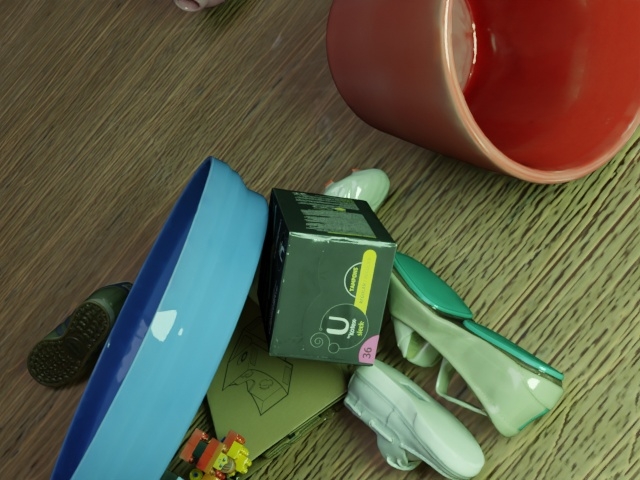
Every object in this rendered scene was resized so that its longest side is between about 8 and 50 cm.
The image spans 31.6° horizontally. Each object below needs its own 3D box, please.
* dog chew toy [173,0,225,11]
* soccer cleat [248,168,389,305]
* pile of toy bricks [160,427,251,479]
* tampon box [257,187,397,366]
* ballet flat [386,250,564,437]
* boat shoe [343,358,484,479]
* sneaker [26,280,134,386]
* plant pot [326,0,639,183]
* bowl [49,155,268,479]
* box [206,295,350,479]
[{"bbox_3d":[-0.160,-0.482,1.632,0.206,0.206,0.332,-7,64,40],"label":"dog chew toy"},{"bbox_3d":[0.000,0.000,1.198,0.196,0.068,0.076,-36,49,1],"label":"soccer cleat"},{"bbox_3d":[-0.109,0.287,1.064,0.105,0.118,0.212,26,77,17],"label":"pile of toy bricks"},{"bbox_3d":[0.002,0.031,1.079,0.161,0.101,0.121,-113,31,-71],"label":"tampon box"},{"bbox_3d":[0.115,0.094,1.022,0.086,0.086,0.248,-50,39,1],"label":"ballet flat"},{"bbox_3d":[0.076,0.170,1.013,0.184,0.066,0.063,38,103,48],"label":"boat shoe"},{"bbox_3d":[-0.287,0.113,1.405,0.192,0.064,0.086,-41,1,40],"label":"sneaker"},{"bbox_3d":[0.150,-0.196,1.086,0.243,0.275,0.275,10,68,58],"label":"plant pot"},{"bbox_3d":[-0.163,0.106,1.145,0.391,0.077,0.391,-59,13,23],"label":"bowl"},{"bbox_3d":[-0.055,0.134,1.193,0.164,0.021,0.201,-39,42,15],"label":"box"}]
